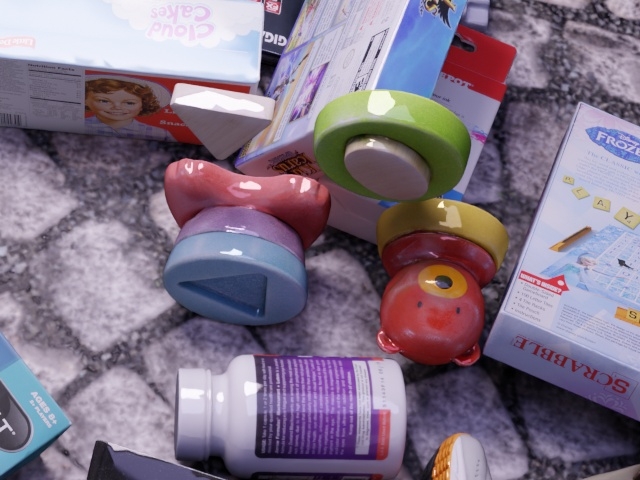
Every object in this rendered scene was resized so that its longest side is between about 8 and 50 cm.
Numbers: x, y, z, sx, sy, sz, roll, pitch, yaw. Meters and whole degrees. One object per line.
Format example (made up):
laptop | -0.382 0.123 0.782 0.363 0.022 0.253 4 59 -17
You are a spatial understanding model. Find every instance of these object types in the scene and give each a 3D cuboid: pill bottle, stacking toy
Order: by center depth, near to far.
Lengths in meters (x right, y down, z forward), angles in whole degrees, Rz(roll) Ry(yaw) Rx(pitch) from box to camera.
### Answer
stacking toy | 0.000 0.000 1.404 0.309 0.279 0.130 4 60 10
pill bottle | -0.029 0.153 1.424 0.193 0.108 0.108 2 61 -8

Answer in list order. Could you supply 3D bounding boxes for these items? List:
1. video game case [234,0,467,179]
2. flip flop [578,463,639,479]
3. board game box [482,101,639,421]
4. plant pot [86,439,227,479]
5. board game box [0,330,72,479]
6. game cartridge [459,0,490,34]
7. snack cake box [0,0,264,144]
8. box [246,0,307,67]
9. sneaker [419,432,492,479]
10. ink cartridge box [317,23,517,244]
video game case | 0.044 -0.191 1.508 0.061 0.244 0.269 31 67 -22
flip flop | 0.320 0.220 1.458 0.277 0.080 0.112 -15 65 -16
board game box | 0.342 0.043 1.523 0.318 0.066 0.318 24 46 4
plant pot | -0.113 0.278 1.310 0.187 0.188 0.167 18 72 1
board game box | -0.402 0.142 1.299 0.254 0.079 0.336 52 47 3
game cartridge | 0.088 -0.354 1.751 0.196 0.060 0.294 11 60 -7
snack cake box | -0.192 -0.166 1.544 0.264 0.152 0.089 5 67 -7
box | -0.115 -0.281 1.611 0.220 0.051 0.175 13 80 -24
sneaker | 0.150 0.294 1.394 0.121 0.099 0.262 3 69 -16
ink cartridge box | 0.093 -0.106 1.601 0.134 0.078 0.231 23 61 3
